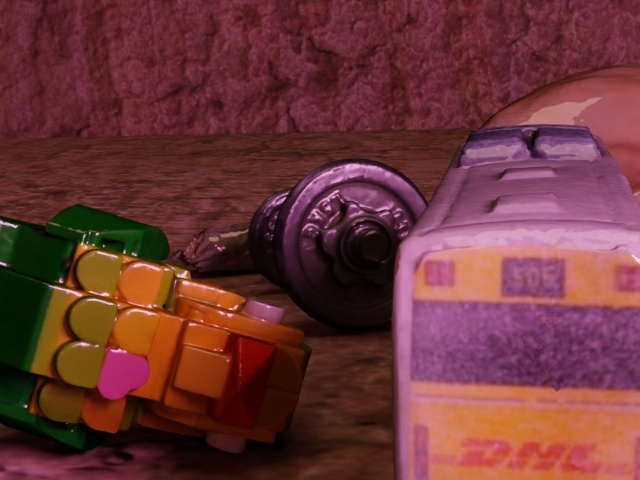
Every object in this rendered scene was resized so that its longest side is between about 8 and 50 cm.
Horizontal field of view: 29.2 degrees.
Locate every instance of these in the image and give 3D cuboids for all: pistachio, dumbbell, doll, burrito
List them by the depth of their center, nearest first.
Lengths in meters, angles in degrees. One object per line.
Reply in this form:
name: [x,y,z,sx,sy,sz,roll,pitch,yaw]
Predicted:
doll: [-0.095,0.044,0.571,0.186,0.106,0.134,16,-2,7]
dumbbell: [0.000,0.000,0.870,0.110,0.110,0.254,-4,3,-15]
pistachio: [0.215,-0.046,0.907,0.181,0.162,0.293,-17,0,43]
burrito: [-0.030,0.002,1.025,0.188,0.045,0.058,-6,-16,-11]

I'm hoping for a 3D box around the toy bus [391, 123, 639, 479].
toy bus: [0.087,0.029,0.517,0.097,0.138,0.342,-3,10,11]
